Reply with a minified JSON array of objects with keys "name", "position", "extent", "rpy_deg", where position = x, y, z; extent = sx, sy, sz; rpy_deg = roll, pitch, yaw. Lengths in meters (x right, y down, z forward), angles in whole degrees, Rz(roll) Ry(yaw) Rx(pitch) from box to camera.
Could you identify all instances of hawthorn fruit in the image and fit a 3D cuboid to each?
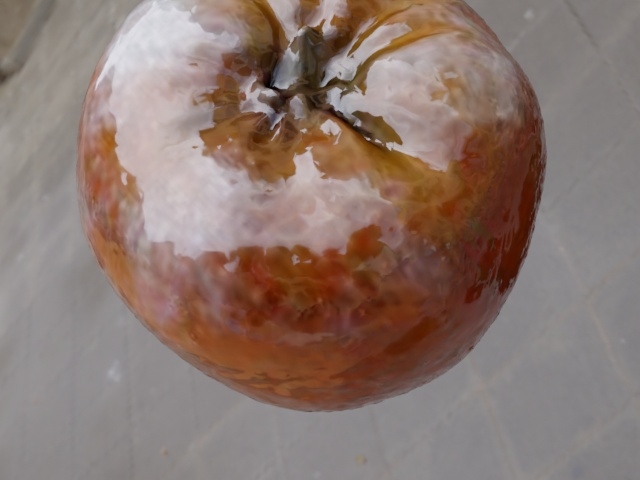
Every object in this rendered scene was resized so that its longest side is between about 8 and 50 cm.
[{"name":"hawthorn fruit","position":[0.009,-0.023,0.665],"extent":[0.231,0.263,0.235],"rpy_deg":[-50,45,5]}]
